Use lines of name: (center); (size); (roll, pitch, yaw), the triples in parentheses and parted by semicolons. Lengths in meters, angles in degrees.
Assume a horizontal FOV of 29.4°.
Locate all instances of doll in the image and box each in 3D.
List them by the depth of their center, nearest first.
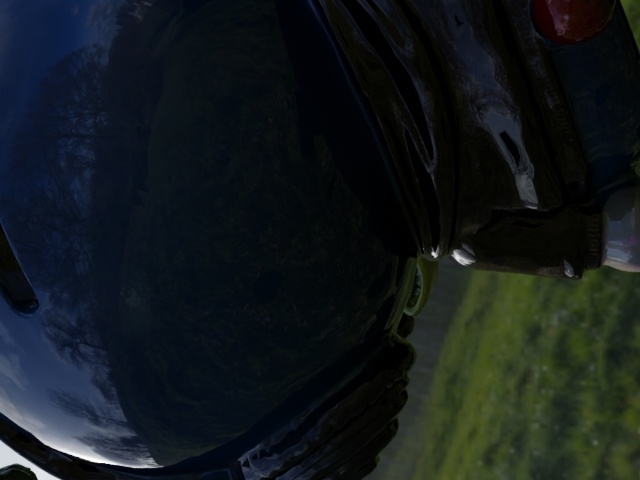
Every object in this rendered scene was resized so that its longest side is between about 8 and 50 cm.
doll: (-0.031, -0.037, 0.504); (0.240, 0.310, 0.284); (-3, -112, -85)

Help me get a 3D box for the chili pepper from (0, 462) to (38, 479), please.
chili pepper: (-0.292, 0.235, 0.865); (0.108, 0.216, 0.062); (59, 171, -15)

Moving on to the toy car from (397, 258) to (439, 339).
toy car: (0.000, 0.000, 1.158); (0.200, 0.248, 0.142); (66, -150, -24)
